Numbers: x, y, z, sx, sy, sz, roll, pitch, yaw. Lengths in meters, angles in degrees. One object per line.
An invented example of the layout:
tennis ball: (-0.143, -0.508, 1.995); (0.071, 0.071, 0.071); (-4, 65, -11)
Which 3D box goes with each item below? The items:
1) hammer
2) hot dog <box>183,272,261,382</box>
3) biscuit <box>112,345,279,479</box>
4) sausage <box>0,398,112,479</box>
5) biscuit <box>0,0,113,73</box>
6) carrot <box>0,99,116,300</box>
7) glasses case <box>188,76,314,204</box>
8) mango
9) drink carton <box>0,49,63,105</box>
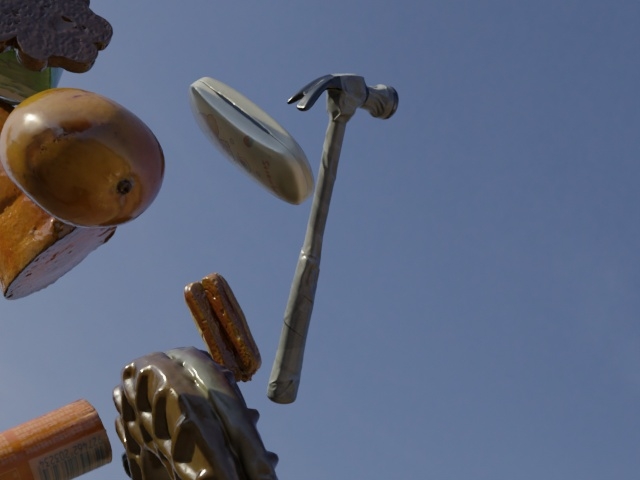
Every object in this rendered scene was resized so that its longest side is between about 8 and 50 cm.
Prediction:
hammer: (-0.001, 0.000, 1.911); (0.152, 0.426, 0.044); (5, 7, -40)
hot dog: (-0.137, 0.126, 2.156); (0.071, 0.165, 0.045); (-27, -12, 4)
biscuit: (-0.155, 0.262, 1.818); (0.268, 0.115, 0.366); (66, -24, 14)
sausage: (-0.415, 0.293, 1.860); (0.093, 0.312, 0.093); (46, -33, 41)
biscuit: (-0.291, -0.219, 1.478); (0.175, 0.124, 0.026); (28, -35, 1)
carrot: (-0.332, -0.067, 1.658); (0.225, 0.159, 0.159); (56, -34, 11)
glasses case: (-0.076, -0.108, 1.627); (0.204, 0.051, 0.081); (39, -28, 40)
mango: (-0.207, -0.078, 1.329); (0.145, 0.112, 0.219); (25, 8, -15)
drink carton: (-0.353, -0.253, 1.682); (0.161, 0.108, 0.271); (15, -20, -4)
